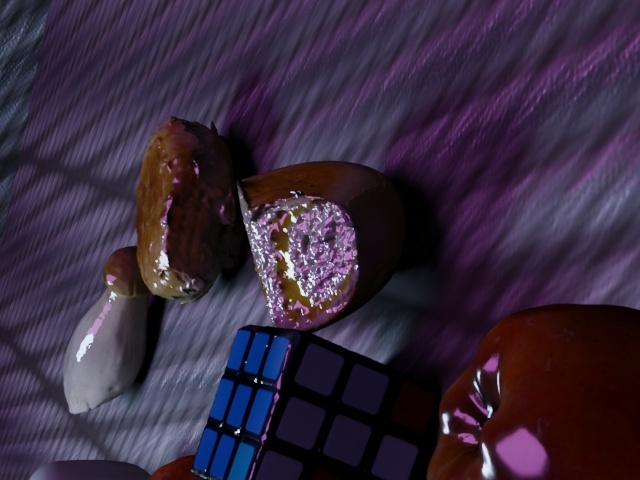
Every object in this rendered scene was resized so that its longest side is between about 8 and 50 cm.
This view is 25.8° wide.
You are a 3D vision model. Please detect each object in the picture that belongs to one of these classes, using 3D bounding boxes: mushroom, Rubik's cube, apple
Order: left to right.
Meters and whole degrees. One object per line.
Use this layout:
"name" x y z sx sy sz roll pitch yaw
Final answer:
"mushroom" -0.336 0.157 2.235 0.128 0.128 0.350 -111 37 -48
"Rubik's cube" -0.009 0.181 1.328 0.160 0.163 0.162 0 67 67
"apple" 0.178 0.148 0.850 0.234 0.234 0.234 -174 90 -68

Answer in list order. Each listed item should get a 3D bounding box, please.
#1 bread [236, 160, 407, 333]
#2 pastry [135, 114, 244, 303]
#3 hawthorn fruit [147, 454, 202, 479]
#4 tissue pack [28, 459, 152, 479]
"bread" 0.009 0.001 1.398 0.261 0.156 0.158 -121 17 -74
"pastry" -0.180 -0.040 1.907 0.236 0.120 0.257 -155 70 -71
"hawthorn fruit" -0.161 0.334 1.760 0.163 0.162 0.203 120 165 -46
"tissue pack" -0.326 0.494 1.976 0.236 0.229 0.333 -135 51 -67
